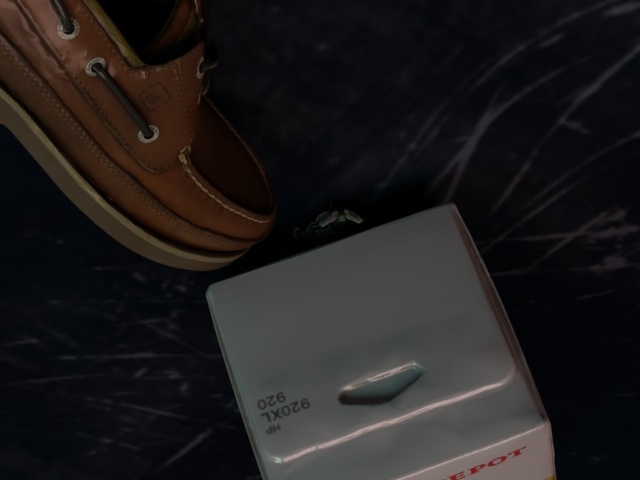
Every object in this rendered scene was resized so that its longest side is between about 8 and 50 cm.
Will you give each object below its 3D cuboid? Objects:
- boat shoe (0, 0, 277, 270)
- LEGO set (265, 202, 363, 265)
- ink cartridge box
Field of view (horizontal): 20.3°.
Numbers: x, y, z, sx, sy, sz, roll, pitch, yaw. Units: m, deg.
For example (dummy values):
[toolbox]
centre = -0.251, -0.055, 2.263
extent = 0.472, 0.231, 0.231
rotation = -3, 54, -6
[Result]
[boat shoe]
centre = -0.098, -0.083, 0.900
extent = 0.104, 0.110, 0.307
rotation = -34, 142, 16
[LEGO set]
centre = -0.003, 0.000, 1.131
extent = 0.083, 0.023, 0.054
rotation = -25, 143, 26
[ink cartridge box]
centre = 0.045, 0.119, 1.155
extent = 0.171, 0.168, 0.232
rotation = -20, 151, -3
